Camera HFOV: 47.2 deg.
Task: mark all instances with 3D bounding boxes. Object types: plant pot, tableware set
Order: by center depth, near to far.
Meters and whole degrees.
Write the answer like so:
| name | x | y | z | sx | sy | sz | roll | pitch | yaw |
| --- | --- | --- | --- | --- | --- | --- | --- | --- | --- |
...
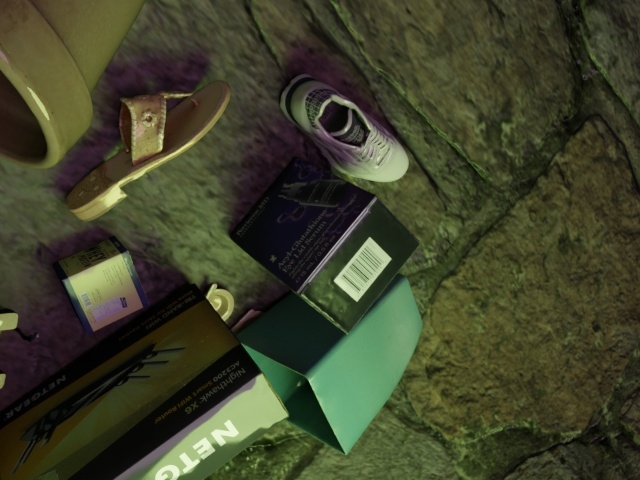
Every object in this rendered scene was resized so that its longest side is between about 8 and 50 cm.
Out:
| name | x | y | z | sx | sy | sz | roll | pitch | yaw |
| --- | --- | --- | --- | --- | --- | --- | --- | --- | --- |
| plant pot | -0.277 | -0.235 | 0.682 | 0.229 | 0.263 | 0.263 | -55 | 129 | -23 |
| tableware set | -0.147 | 0.143 | 1.044 | 0.169 | 0.020 | 0.141 | 36 | 88 | -37 |
| plant pot | 0.030 | 0.149 | 1.076 | 0.234 | 0.166 | 0.165 | -42 | 128 | -28 |

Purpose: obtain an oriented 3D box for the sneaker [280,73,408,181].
| name | x | y | z | sx | sy | sz | roll | pitch | yaw |
| --- | --- | --- | --- | --- | --- | --- | --- | --- | --- |
| sneaker | 0.049 | -0.138 | 1.007 | 0.235 | 0.095 | 0.090 | 27 | 92 | -39 |

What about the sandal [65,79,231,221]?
| name | x | y | z | sx | sy | sz | roll | pitch | yaw |
| --- | --- | --- | --- | --- | --- | --- | --- | --- | --- |
| sandal | -0.213 | -0.127 | 0.847 | 0.240 | 0.088 | 0.079 | -42 | 132 | -5 |

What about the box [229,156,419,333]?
| name | x | y | z | sx | sy | sz | roll | pitch | yaw |
| --- | --- | --- | --- | --- | --- | --- | --- | --- | --- |
| box | 0.000 | 0.000 | 0.961 | 0.153 | 0.207 | 0.108 | -51 | 127 | -5 |

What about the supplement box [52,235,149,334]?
| name | x | y | z | sx | sy | sz | roll | pitch | yaw |
| --- | --- | --- | --- | --- | --- | --- | --- | --- | --- |
| supplement box | -0.270 | 0.054 | 0.905 | 0.083 | 0.056 | 0.083 | -26 | 122 | -21 |

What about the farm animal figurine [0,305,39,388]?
| name | x | y | z | sx | sy | sz | roll | pitch | yaw |
| --- | --- | --- | --- | --- | --- | --- | --- | --- | --- |
| farm animal figurine | -0.457 | 0.062 | 0.734 | 0.327 | 0.172 | 0.330 | 30 | 84 | -50 |

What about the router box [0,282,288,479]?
| name | x | y | z | sx | sy | sz | roll | pitch | yaw |
| --- | --- | --- | --- | --- | --- | --- | --- | --- | --- |
| router box | -0.224 | 0.211 | 0.872 | 0.309 | 0.243 | 0.081 | -35 | 124 | -12 |
